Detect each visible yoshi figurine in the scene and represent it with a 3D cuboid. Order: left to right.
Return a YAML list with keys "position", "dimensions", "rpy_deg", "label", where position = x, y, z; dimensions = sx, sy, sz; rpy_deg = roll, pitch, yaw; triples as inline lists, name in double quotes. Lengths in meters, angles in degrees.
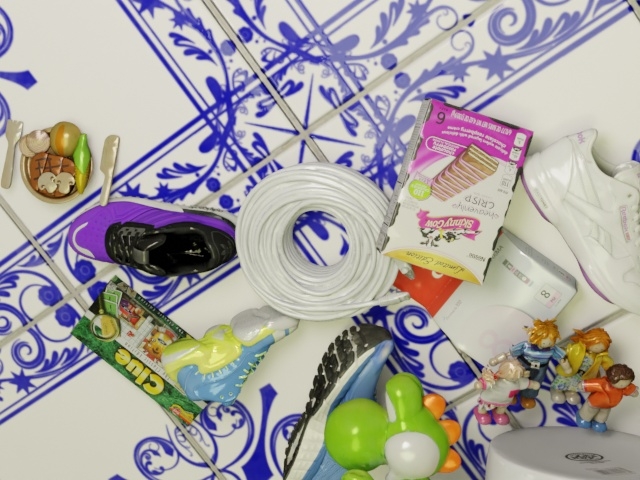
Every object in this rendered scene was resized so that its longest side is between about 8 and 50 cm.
- position: [0.099, 0.383, 1.615]
  dimensions: [0.202, 0.203, 0.362]
  rpy_deg: [-4, 86, -26]
  label: "yoshi figurine"

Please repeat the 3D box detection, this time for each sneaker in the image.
- position: [-0.272, 0.001, 1.685]
  dimensions: [0.293, 0.146, 0.102]
  rpy_deg: [1, 110, 12]
  label: "sneaker"
- position: [-0.131, 0.192, 1.754]
  dimensions: [0.240, 0.091, 0.126]
  rpy_deg: [-18, 109, 11]
  label: "sneaker"
- position: [0.053, 0.278, 1.746]
  dimensions: [0.147, 0.130, 0.330]
  rpy_deg: [18, 117, -10]
  label: "sneaker"
- position: [0.420, -0.021, 1.540]
  dimensions: [0.152, 0.114, 0.305]
  rpy_deg: [-34, 100, 23]
  label: "sneaker"

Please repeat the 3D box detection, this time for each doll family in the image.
- position: [0.346, 0.189, 1.618]
  dimensions: [0.262, 0.118, 0.163]
  rpy_deg: [4, 135, -11]
  label: "doll family"

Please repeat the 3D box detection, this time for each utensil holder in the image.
- position: [0.387, 0.499, 1.597]
  dimensions: [0.327, 0.327, 0.386]
  rpy_deg: [3, 94, 11]
  label: "utensil holder"

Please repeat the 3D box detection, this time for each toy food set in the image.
- position: [-0.422, -0.124, 1.711]
  dimensions: [0.192, 0.038, 0.133]
  rpy_deg: [9, 91, 10]
  label: "toy food set"

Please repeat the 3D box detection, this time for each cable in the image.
- position: [0.000, 0.000, 1.657]
  dimensions: [0.257, 0.089, 0.257]
  rpy_deg: [-19, 104, 18]
  label: "cable"

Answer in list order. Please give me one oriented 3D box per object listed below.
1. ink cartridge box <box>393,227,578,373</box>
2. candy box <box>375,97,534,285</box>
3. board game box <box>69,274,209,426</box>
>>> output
- position: [0.243, 0.072, 1.649]
  dimensions: [0.232, 0.066, 0.189]
  rpy_deg: [33, 114, -6]
  label: "ink cartridge box"
- position: [0.190, -0.070, 1.549]
  dimensions: [0.159, 0.071, 0.234]
  rpy_deg: [17, 96, -5]
  label: "candy box"
- position: [-0.284, 0.188, 1.823]
  dimensions: [0.259, 0.030, 0.136]
  rpy_deg: [38, 115, -3]
  label: "board game box"
